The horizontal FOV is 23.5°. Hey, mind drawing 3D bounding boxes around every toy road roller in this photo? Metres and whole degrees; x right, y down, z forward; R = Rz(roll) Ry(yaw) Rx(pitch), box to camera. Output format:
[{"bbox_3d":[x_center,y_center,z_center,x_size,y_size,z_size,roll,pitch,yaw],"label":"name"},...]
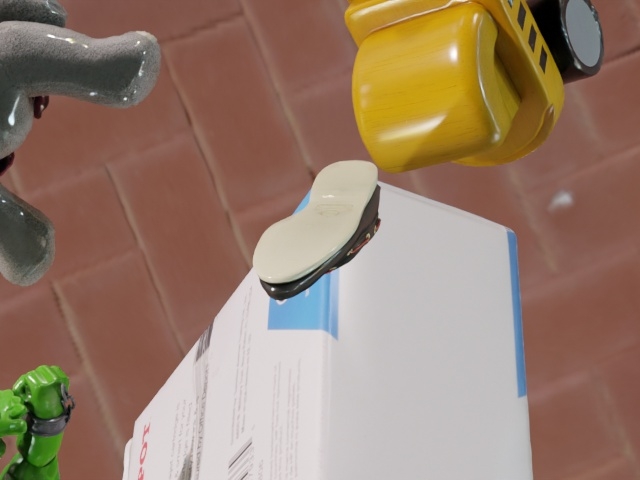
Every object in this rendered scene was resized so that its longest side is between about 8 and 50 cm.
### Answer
[{"bbox_3d":[0.111,-0.213,1.450,0.329,0.202,0.240,59,39,-25],"label":"toy road roller"}]

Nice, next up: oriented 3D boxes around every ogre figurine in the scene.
[{"bbox_3d":[-0.253,0.180,1.098,0.097,0.118,0.197,18,54,24],"label":"ogre figurine"}]

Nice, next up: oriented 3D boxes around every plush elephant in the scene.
[{"bbox_3d":[-0.367,-0.147,1.494,0.330,0.255,0.271,20,102,-25],"label":"plush elephant"}]

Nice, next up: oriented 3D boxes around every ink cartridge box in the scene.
[{"bbox_3d":[-0.014,0.183,1.160,0.166,0.395,0.285,18,50,-20],"label":"ink cartridge box"}]

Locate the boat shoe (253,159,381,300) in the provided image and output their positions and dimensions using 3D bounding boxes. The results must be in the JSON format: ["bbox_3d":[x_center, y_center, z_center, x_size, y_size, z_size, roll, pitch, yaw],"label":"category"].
[{"bbox_3d":[0.002,0.000,0.859,0.049,0.133,0.042,6,119,20],"label":"boat shoe"}]
